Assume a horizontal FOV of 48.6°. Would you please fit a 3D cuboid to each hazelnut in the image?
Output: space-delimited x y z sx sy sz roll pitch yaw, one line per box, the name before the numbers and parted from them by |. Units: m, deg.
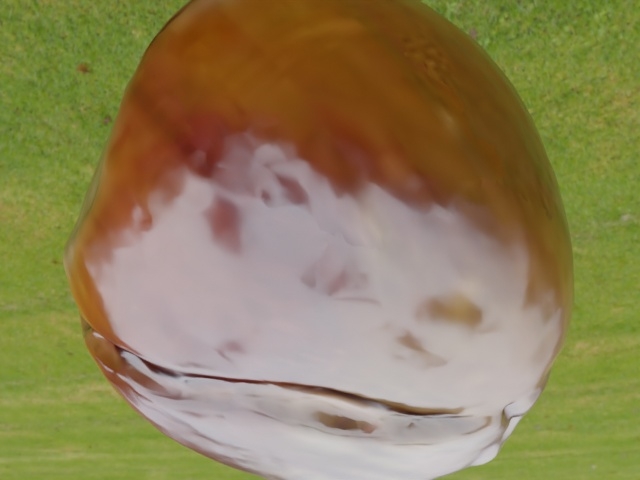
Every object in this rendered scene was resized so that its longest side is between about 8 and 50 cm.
hazelnut | 0.000 0.000 0.498 0.315 0.372 0.372 -34 169 -37
